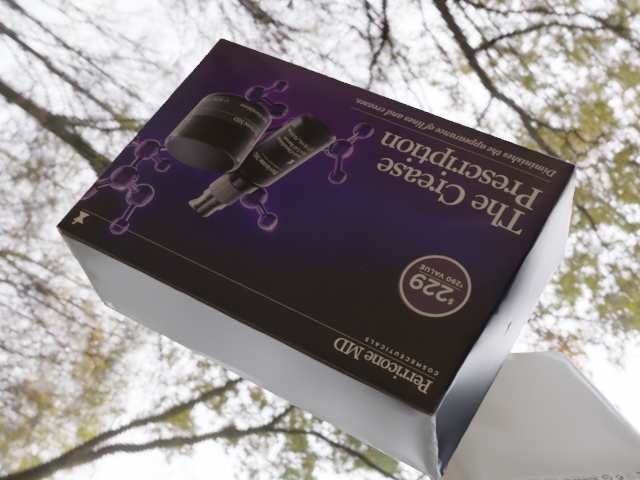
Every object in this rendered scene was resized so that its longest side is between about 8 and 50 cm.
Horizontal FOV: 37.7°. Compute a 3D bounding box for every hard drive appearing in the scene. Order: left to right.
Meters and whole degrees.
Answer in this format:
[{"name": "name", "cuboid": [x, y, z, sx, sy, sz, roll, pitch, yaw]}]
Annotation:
[{"name": "hard drive", "cuboid": [0.197, 0.194, 0.846, 0.318, 0.210, 0.040, -121, -147, -65]}]

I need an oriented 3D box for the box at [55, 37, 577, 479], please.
[{"name": "box", "cuboid": [0.000, 0.000, 0.592, 0.261, 0.103, 0.184, 23, -115, 23]}]
